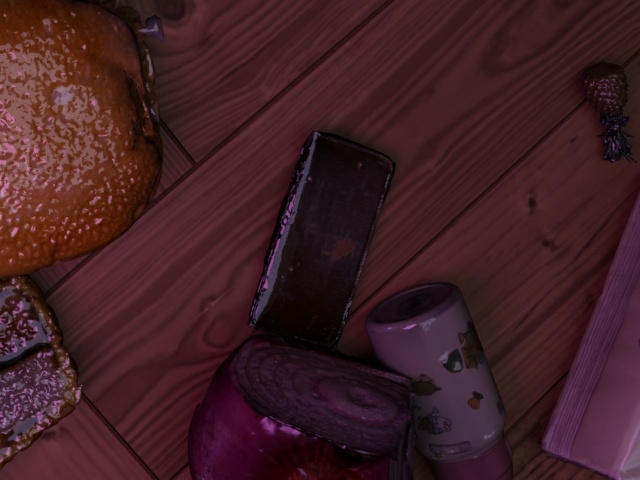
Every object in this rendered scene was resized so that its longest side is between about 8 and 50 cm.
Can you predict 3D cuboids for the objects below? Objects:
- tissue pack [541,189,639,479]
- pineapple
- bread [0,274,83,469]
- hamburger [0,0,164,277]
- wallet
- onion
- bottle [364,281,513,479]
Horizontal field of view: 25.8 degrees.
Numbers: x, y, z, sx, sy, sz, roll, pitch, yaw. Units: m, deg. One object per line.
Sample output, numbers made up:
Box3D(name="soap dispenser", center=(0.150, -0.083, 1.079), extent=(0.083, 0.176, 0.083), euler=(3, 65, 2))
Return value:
Box3D(name="tissue pack", center=(0.477, 0.138, 1.667), extent=(0.297, 0.207, 0.380), euler=(21, 88, -24))
Box3D(name="pineapple", center=(0.347, -0.149, 1.674), extent=(0.058, 0.058, 0.124), euler=(-25, 119, -18))
Box3D(name="bread", center=(-0.354, 0.141, 1.392), extent=(0.222, 0.096, 0.181), euler=(-33, 107, -18))
Box3D(name="hamburger", center=(-0.294, -0.118, 1.347), extent=(0.314, 0.170, 0.290), euler=(-16, 105, -21))
Box3D(name="wallet", center=(0.000, 0.000, 1.556), extent=(0.122, 0.031, 0.232), euler=(18, 91, -27))
Box3D(name="onion", center=(-0.018, 0.242, 1.470), extent=(0.272, 0.256, 0.230), euler=(-27, 141, -53))
Box3D(name="bottle", center=(0.145, 0.181, 1.589), extent=(0.120, 0.120, 0.253), euler=(-26, 107, -17))
